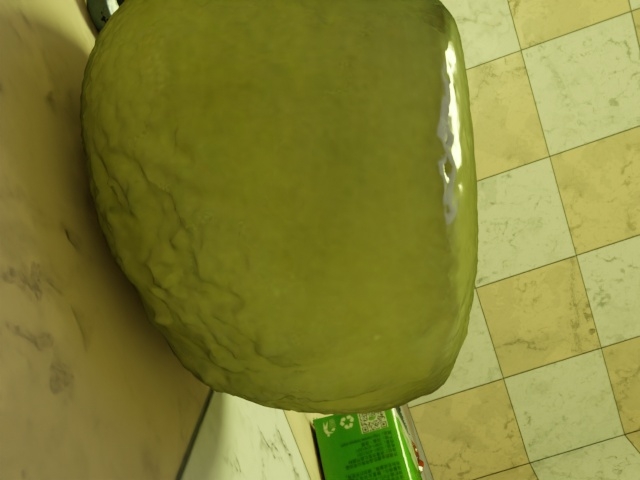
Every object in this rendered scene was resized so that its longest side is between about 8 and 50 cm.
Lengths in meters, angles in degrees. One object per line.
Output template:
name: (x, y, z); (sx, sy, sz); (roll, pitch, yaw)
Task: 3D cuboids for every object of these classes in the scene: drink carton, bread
drink carton: (0.080, 0.334, 0.798); (0.161, 0.108, 0.271); (65, 8, -53)
bread: (-0.017, -0.032, 0.462); (0.320, 0.237, 0.321); (-4, 90, -80)

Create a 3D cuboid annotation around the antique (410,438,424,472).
antique: (0.120, 0.373, 1.148); (0.104, 0.104, 0.104); (-19, 90, -85)

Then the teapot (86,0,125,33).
teapot: (-0.148, -0.219, 0.560); (0.111, 0.149, 0.108); (28, -6, 36)
